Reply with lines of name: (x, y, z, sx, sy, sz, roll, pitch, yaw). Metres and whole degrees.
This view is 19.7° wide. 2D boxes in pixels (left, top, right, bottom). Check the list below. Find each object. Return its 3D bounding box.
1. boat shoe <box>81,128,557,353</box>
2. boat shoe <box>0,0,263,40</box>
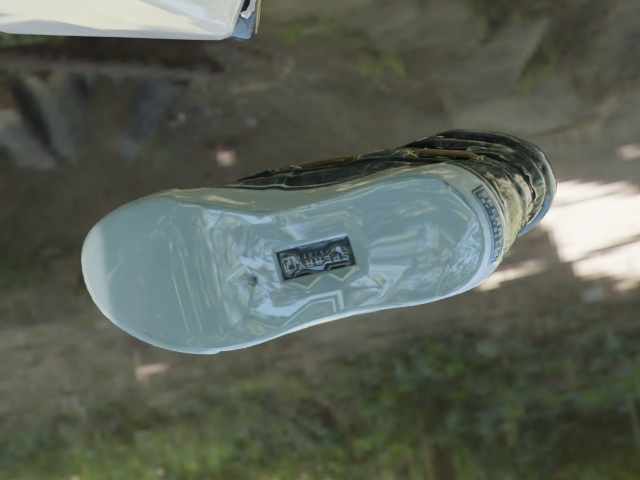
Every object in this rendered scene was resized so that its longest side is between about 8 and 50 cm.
boat shoe: (0.000, 0.000, 0.718, 0.183, 0.065, 0.083, -7, -169, 30)
boat shoe: (-0.125, -0.150, 0.357, 0.127, 0.158, 0.340, 5, 175, 32)
